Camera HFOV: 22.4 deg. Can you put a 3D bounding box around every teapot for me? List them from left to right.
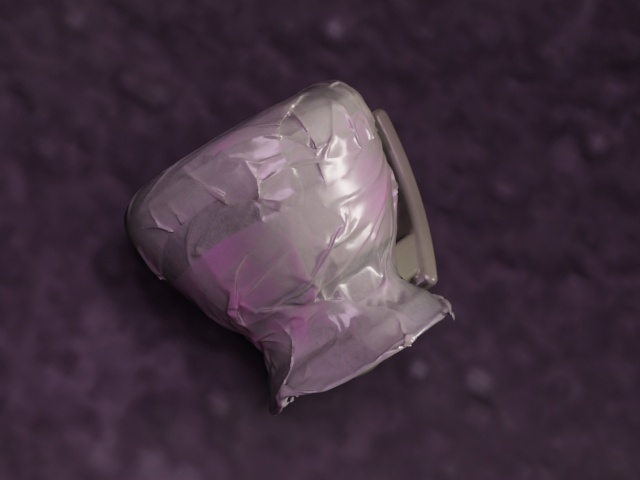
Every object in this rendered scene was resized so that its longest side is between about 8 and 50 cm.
[{"bbox_3d":[0.000,0.000,0.382,0.083,0.064,0.064,-32,92,-48],"label":"teapot"}]
